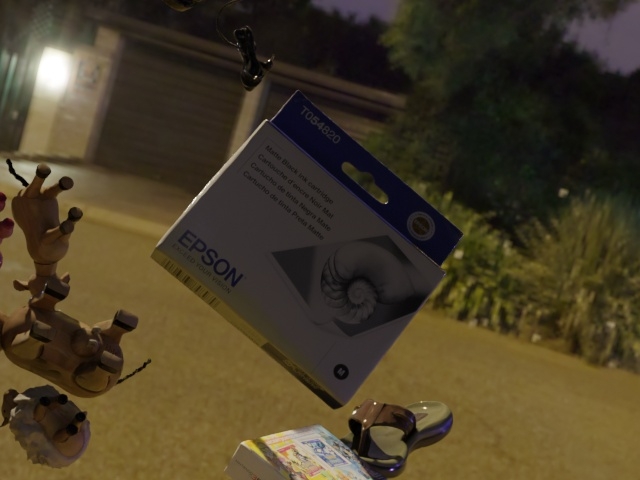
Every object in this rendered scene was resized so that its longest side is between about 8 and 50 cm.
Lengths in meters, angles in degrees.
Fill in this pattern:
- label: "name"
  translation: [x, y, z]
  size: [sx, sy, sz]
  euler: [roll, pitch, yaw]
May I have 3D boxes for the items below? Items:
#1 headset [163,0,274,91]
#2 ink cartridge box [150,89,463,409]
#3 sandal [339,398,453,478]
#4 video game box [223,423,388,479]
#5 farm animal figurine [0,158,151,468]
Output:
- label: "headset"
  translation: [-0.144, -0.401, 1.617]
  size: [0.243, 0.185, 0.394]
  euler: [-10, -29, 2]
- label: "ink cartridge box"
  translation: [0.000, 0.000, 0.994]
  size: [0.223, 0.224, 0.045]
  euler: [40, -22, -4]
- label: "sandal"
  translation: [0.081, 0.250, 1.464]
  size: [0.120, 0.086, 0.303]
  euler: [2, 9, 29]
- label: "video game box"
  translation: [0.017, 0.277, 1.166]
  size: [0.187, 0.048, 0.205]
  euler: [38, 11, 21]
- label: "farm animal figurine"
  translation: [-0.383, 0.098, 1.434]
  size: [0.327, 0.172, 0.330]
  euler: [41, 46, -9]
